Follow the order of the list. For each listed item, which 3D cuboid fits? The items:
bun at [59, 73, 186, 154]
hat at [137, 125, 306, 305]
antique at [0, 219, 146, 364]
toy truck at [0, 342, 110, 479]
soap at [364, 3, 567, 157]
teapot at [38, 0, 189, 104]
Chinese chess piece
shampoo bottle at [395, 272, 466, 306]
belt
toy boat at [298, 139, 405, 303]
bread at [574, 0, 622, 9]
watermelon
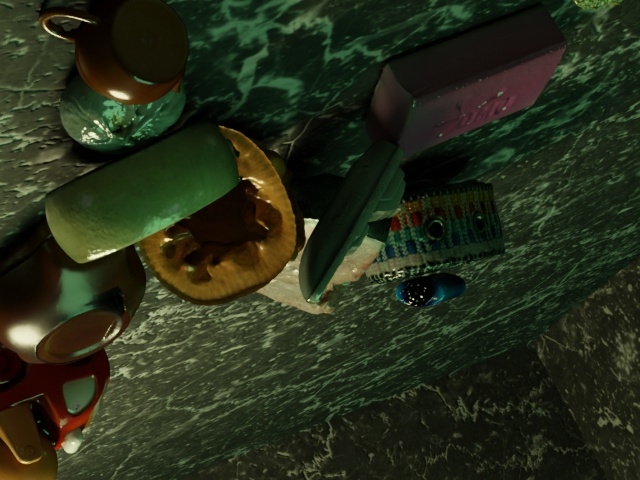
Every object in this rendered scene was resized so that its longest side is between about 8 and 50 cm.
[{"bbox_3d":[-0.210,-0.140,1.381,0.141,0.083,0.141,-22,163,-7],"label":"bun"},{"bbox_3d":[-0.091,-0.066,1.700,0.234,0.244,0.233,4,-159,24],"label":"hat"},{"bbox_3d":[-0.342,0.074,1.721,0.224,0.129,0.278,-11,154,-37],"label":"antique"},{"bbox_3d":[-0.431,0.273,1.971,0.265,0.239,0.189,-18,161,-30],"label":"toy truck"},{"bbox_3d":[0.200,-0.215,1.782,0.259,0.081,0.181,-22,162,-19],"label":"soap"},{"bbox_3d":[-0.197,-0.186,1.256,0.173,0.116,0.116,23,133,-34],"label":"teapot"},{"bbox_3d":[-0.204,-0.060,1.485,0.238,0.092,0.238,-26,-173,3],"label":"Chinese chess piece"},{"bbox_3d":[0.183,0.084,2.165,0.087,0.050,0.183,-1,-178,20],"label":"shampoo bottle"},{"bbox_3d":[0.191,-0.028,2.167,0.295,0.160,0.207,-12,176,-40],"label":"belt"},{"bbox_3d":[0.044,-0.020,1.703,0.260,0.085,0.078,-60,-170,-29],"label":"toy boat"},{"bbox_3d":[0.330,-0.357,1.505,0.086,0.125,0.156,-15,159,-12],"label":"bread"},{"bbox_3d":[0.000,0.000,1.891,0.318,0.226,0.148,-13,-142,39],"label":"watermelon"}]
